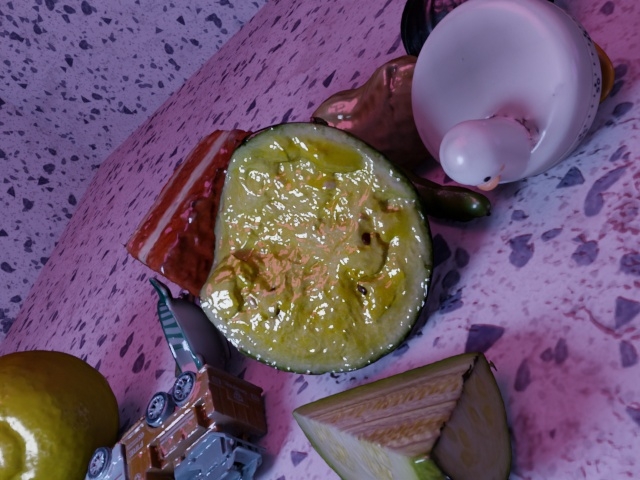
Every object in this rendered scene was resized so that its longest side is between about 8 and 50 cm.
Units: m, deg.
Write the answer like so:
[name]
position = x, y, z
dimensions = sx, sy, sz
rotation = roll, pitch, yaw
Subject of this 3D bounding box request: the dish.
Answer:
[dish]
position = -0.220, 0.168, 1.101
dimensions = 0.078, 0.246, 0.224
rotation = -24, 25, -24

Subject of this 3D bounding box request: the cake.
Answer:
[cake]
position = -0.149, -0.017, 1.088
dimensions = 0.269, 0.270, 0.319
rotation = -58, 28, -9

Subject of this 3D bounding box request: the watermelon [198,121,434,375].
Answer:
[watermelon]
position = 0.000, 0.000, 0.857
dimensions = 0.331, 0.331, 0.189
rotation = -42, 7, 20

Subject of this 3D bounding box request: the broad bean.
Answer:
[broad bean]
position = 0.115, -0.090, 0.886
dimensions = 0.292, 0.144, 0.049
rotation = 32, 90, 23

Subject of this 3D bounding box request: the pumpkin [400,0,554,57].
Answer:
[pumpkin]
position = 0.226, -0.383, 0.966
dimensions = 0.248, 0.248, 0.248
rotation = -37, 32, 28

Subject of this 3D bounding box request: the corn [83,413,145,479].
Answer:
[corn]
position = -0.353, 0.408, 1.117
dimensions = 0.253, 0.086, 0.086
rotation = -49, 28, 2

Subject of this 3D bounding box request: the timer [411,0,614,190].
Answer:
[timer]
position = 0.210, -0.180, 0.762
dimensions = 0.233, 0.240, 0.233
rotation = 13, 108, 44

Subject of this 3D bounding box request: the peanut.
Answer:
[peanut]
position = 0.093, -0.184, 1.023
dimensions = 0.340, 0.174, 0.158
rotation = -20, 18, 43

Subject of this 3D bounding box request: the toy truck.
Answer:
[toy truck]
position = -0.228, 0.358, 0.935
dimensions = 0.338, 0.133, 0.184
rotation = -43, 38, 14

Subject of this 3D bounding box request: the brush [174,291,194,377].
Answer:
[brush]
position = -0.296, 0.192, 1.327
dimensions = 0.043, 0.036, 0.248
rotation = -47, 28, 21

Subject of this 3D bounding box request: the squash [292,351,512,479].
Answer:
[squash]
position = 0.054, 0.235, 0.652
dimensions = 0.289, 0.111, 0.203
rotation = -28, 4, 33

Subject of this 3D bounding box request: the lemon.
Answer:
[lemon]
position = -0.563, 0.373, 1.218
dimensions = 0.348, 0.348, 0.348
rotation = -37, 32, 28
